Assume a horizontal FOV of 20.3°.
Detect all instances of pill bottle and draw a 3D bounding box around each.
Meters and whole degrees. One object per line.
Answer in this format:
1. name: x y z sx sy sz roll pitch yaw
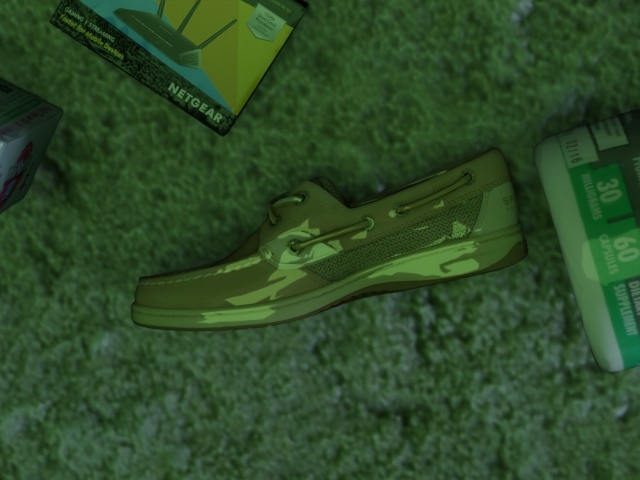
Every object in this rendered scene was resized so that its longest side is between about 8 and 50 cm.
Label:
1. pill bottle: 0.369 -0.036 1.436 0.361 0.204 0.204 -17 100 8

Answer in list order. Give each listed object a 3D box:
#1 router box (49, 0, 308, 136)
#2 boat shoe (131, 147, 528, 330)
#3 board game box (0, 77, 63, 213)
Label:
1. router box: -0.119 -0.193 1.520 0.179 0.046 0.133 33 102 -3
2. boat shoe: 0.000 0.000 1.522 0.341 0.121 0.110 -13 96 -3
3. board game box: -0.384 -0.124 1.464 0.303 0.224 0.097 27 101 -1
